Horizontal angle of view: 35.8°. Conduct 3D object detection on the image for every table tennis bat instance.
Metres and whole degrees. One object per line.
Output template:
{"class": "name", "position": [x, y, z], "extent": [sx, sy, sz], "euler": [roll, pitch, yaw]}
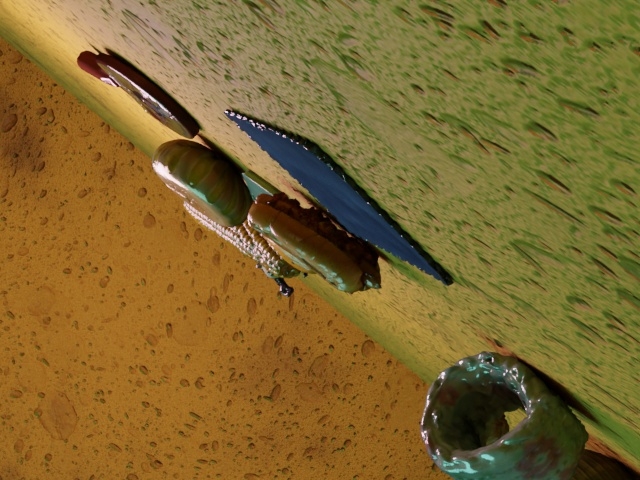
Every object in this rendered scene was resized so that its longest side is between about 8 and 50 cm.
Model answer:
{"class": "table tennis bat", "position": [-0.321, -0.264, 1.707], "extent": [0.310, 0.038, 0.200], "euler": [31, 170, 38]}

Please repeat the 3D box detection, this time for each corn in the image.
{"class": "corn", "position": [-0.160, -0.038, 2.052], "extent": [0.363, 0.120, 0.120], "euler": [34, 173, 33]}

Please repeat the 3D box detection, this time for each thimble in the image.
{"class": "thimble", "position": [0.256, 0.259, 1.366], "extent": [0.211, 0.185, 0.149], "euler": [-14, 138, 39]}

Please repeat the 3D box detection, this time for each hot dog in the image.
{"class": "hot dog", "position": [0.000, 0.000, 1.464], "extent": [0.249, 0.076, 0.102], "euler": [35, -161, 26]}

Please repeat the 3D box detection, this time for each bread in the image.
{"class": "bread", "position": [-0.209, -0.109, 1.833], "extent": [0.213, 0.104, 0.213], "euler": [38, 171, 7]}

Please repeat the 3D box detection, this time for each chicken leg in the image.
{"class": "chicken leg", "position": [0.311, 0.307, 1.902], "extent": [0.085, 0.101, 0.207], "euler": [27, 146, 52]}

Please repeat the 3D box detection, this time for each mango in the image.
{"class": "mango", "position": [-0.056, -0.007, 1.820], "extent": [0.190, 0.075, 0.098], "euler": [44, 166, 22]}

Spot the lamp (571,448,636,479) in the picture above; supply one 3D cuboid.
{"class": "lamp", "position": [0.421, 0.448, 1.576], "extent": [0.284, 0.250, 0.250], "euler": [-5, -154, -36]}

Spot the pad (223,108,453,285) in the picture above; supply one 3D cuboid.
{"class": "pad", "position": [0.017, -0.056, 1.206], "extent": [0.269, 0.012, 0.270], "euler": [42, 174, -32]}

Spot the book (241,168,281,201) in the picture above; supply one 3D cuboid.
{"class": "book", "position": [-0.085, -0.060, 1.717], "extent": [0.103, 0.017, 0.135], "euler": [36, 160, 34]}

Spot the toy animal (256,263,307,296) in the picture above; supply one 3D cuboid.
{"class": "toy animal", "position": [-0.084, 0.043, 2.155], "extent": [0.121, 0.094, 0.225], "euler": [38, -162, -8]}
